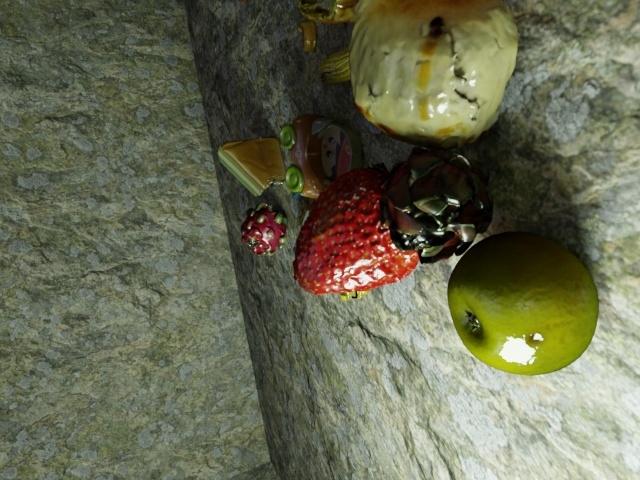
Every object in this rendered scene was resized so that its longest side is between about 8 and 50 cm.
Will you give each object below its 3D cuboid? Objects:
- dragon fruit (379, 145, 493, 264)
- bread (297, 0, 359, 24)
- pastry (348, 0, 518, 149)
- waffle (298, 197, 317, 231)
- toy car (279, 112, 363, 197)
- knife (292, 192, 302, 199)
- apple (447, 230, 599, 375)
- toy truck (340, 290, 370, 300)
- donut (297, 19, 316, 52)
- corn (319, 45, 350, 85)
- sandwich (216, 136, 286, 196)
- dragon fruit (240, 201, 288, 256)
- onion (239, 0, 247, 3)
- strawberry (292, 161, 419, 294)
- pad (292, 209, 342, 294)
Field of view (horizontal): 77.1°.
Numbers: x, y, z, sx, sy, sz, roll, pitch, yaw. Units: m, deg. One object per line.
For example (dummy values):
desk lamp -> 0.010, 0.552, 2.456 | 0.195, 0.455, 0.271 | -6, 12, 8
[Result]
dragon fruit -> 0.175, -0.056, 0.618 | 0.188, 0.182, 0.182 | 16, -124, -68
bread -> 0.029, -0.575, 0.880 | 0.222, 0.096, 0.181 | 51, 145, 45
pastry -> 0.140, -0.237, 0.609 | 0.256, 0.170, 0.237 | 32, 152, 29
waffle -> -0.003, 0.001, 1.278 | 0.307, 0.060, 0.312 | 146, 111, -68
toy car -> 0.018, -0.230, 1.055 | 0.235, 0.145, 0.235 | 14, 110, 44
knife -> -0.037, -0.173, 1.297 | 0.244, 0.032, 0.058 | -13, 51, 66
apple -> 0.268, 0.086, 0.555 | 0.196, 0.157, 0.196 | 165, 90, -75
toy truck -> 0.077, 0.007, 1.008 | 0.111, 0.136, 0.286 | 4, 105, 31
donut -> -0.039, -0.570, 1.118 | 0.067, 0.038, 0.083 | 46, 139, 48
corn -> 0.053, -0.407, 0.941 | 0.203, 0.072, 0.072 | -154, 56, -63
sandwich -> -0.262, -0.272, 1.540 | 0.155, 0.227, 0.198 | 156, 102, -67
dragon fruit -> -0.235, -0.048, 1.627 | 0.273, 0.198, 0.218 | 23, 130, 64
onion -> -0.331, -0.997, 1.394 | 0.221, 0.281, 0.281 | -15, 86, 24
strawberry -> 0.074, 0.002, 0.802 | 0.238, 0.288, 0.250 | 30, 148, 49
pad -> 0.019, 0.042, 1.163 | 0.243, 0.004, 0.164 | 41, 129, 25
